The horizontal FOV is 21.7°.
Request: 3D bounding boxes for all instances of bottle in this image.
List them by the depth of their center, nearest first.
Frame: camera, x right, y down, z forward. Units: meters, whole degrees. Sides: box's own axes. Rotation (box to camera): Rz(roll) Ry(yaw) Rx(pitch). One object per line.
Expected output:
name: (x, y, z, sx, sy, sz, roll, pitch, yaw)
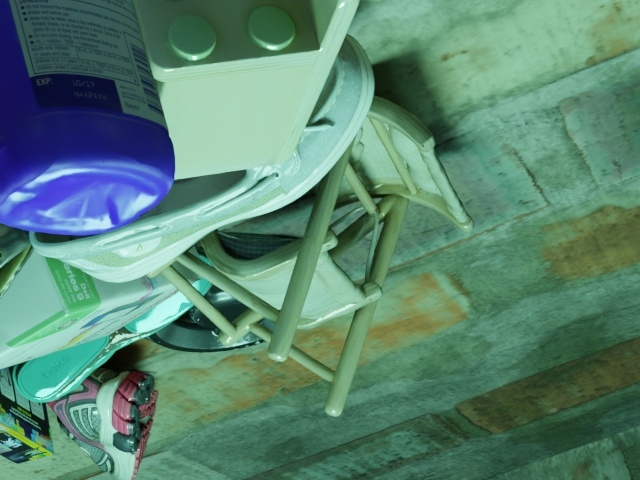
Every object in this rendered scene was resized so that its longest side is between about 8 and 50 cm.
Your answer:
bottle: (-0.168, -0.144, 0.963, 0.092, 0.282, 0.118, -32, 155, 33)

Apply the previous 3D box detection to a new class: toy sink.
toy sink: (-0.077, -0.164, 1.171, 0.131, 0.152, 0.234, -9, 159, -18)

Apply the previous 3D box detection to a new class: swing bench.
swing bench: (0.000, 0.000, 1.582, 0.254, 0.165, 0.253, -55, 158, -8)

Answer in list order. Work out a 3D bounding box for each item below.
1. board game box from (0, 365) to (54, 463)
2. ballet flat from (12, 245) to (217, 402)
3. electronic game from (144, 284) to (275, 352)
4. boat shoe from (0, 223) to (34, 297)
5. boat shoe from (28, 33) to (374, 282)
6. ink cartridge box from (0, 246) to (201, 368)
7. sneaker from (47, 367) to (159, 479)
board game box: (-0.340, 0.149, 1.763, 0.048, 0.141, 0.170, -16, 159, 5)
ballet flat: (-0.220, 0.074, 1.749, 0.247, 0.083, 0.087, -36, -161, 1)
electronic game: (-0.105, 0.066, 1.865, 0.229, 0.048, 0.229, -9, 154, -4)
boat shoe: (-0.322, 0.065, 1.452, 0.223, 0.073, 0.080, -57, 160, 13)
boat shoe: (-0.099, -0.070, 1.401, 0.320, 0.118, 0.103, -30, 162, 18)
ink cartridge box: (-0.235, 0.042, 1.578, 0.154, 0.093, 0.212, -30, 174, 32)
sneaker: (-0.264, 0.213, 2.057, 0.112, 0.120, 0.299, 14, 158, 2)
